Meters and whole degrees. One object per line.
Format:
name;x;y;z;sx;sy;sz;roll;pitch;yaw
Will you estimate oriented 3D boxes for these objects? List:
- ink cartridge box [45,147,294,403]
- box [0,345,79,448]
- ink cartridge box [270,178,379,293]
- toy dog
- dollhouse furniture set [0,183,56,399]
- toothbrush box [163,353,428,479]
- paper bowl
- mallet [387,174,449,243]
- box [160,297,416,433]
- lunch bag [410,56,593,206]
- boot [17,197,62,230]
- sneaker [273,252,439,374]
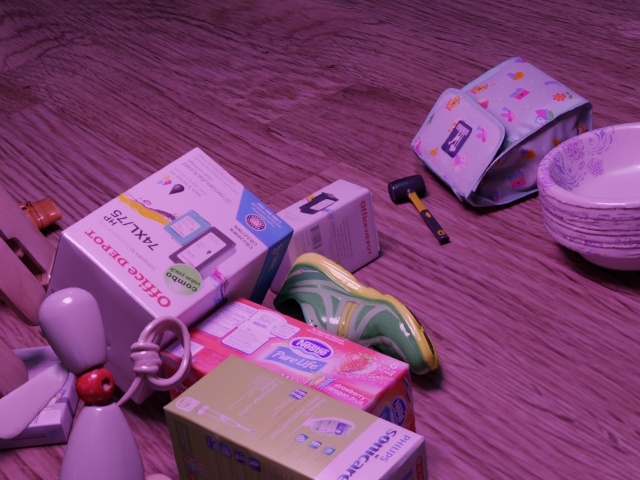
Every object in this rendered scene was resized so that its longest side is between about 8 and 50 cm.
ink cartridge box;-0.214;0.046;1.632;0.198;0.197;0.270;40;48;13
box;-0.417;0.219;1.654;0.145;0.038;0.186;-7;32;3
ink cartridge box;0.000;0.000;1.821;0.175;0.127;0.072;-30;35;-32
toy dog;-0.283;0.239;1.389;0.161;0.220;0.333;-18;63;41
dollhouse furniture set;-0.556;0.111;1.714;0.362;0.256;0.394;-11;47;19
toothbrush box;-0.022;0.279;1.305;0.283;0.206;0.122;18;40;37
paper bowl;0.478;-0.059;1.765;0.284;0.148;0.284;-12;26;6
mallet;0.162;-0.049;1.953;0.062;0.039;0.189;-12;36;-5
box;-0.041;0.203;1.490;0.300;0.142;0.154;18;41;36
lunch bag;0.307;-0.176;2.007;0.262;0.160;0.223;-28;38;-9
boot;-0.525;-0.020;2.035;0.152;0.073;0.197;-15;35;-18
sneaker;0.050;0.125;1.657;0.295;0.109;0.123;29;73;40
